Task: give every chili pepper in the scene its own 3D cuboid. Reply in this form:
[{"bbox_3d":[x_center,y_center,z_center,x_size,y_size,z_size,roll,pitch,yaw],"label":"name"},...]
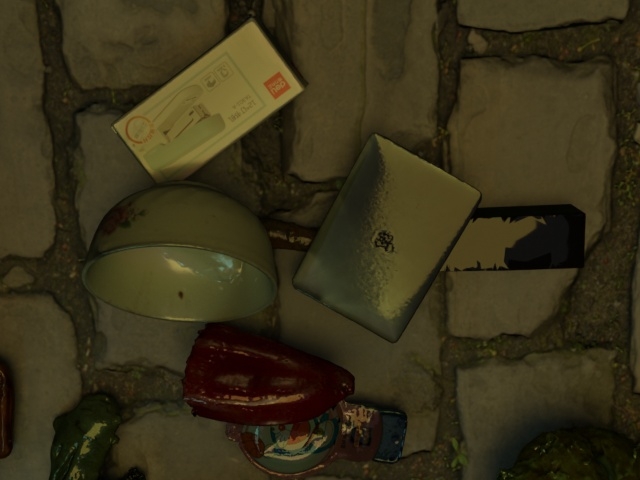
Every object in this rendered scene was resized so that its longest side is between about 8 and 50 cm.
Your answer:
[{"bbox_3d":[-0.077,0.212,1.457,0.252,0.144,0.136,9,102,14],"label":"chili pepper"}]

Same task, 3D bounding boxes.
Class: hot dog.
[{"bbox_3d":[-0.514,0.268,1.521,0.072,0.055,0.188,-3,110,-33],"label":"hot dog"}]

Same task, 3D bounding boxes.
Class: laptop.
[{"bbox_3d":[0.095,-0.001,1.447,0.187,0.015,0.269,29,104,3],"label":"laptop"}]

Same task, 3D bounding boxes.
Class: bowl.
[{"bbox_3d":[-0.194,0.007,1.404,0.277,0.277,0.145,6,63,-4],"label":"bowl"}]

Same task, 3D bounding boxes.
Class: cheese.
[{"bbox_3d":[-0.007,0.296,1.548,0.285,0.074,0.189,9,103,-5],"label":"cheese"}]

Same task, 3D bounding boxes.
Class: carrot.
[{"bbox_3d":[0.000,0.000,1.490,0.254,0.049,0.049,8,102,1],"label":"carrot"}]

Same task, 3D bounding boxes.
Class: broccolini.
[{"bbox_3d":[-0.381,0.421,1.578,0.218,0.044,0.042,-20,118,7],"label":"broccolini"}]

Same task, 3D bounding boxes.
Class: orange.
[{"bbox_3d":[0.394,0.436,1.514,0.301,0.223,0.300,-4,87,-21],"label":"orange"}]

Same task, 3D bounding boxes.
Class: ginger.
[{"bbox_3d":[-0.360,0.386,1.519,0.137,0.089,0.290,-11,77,32],"label":"ginger"}]

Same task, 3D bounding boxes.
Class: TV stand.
[{"bbox_3d":[0.261,-0.002,1.496,0.269,0.083,0.088,-2,103,-2],"label":"TV stand"}]

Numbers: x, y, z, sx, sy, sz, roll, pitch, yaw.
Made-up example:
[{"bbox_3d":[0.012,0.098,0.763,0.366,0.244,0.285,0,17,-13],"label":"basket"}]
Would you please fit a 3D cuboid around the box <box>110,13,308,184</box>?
[{"bbox_3d":[-0.162,-0.200,1.430,0.269,0.079,0.135,-36,102,5],"label":"box"}]
